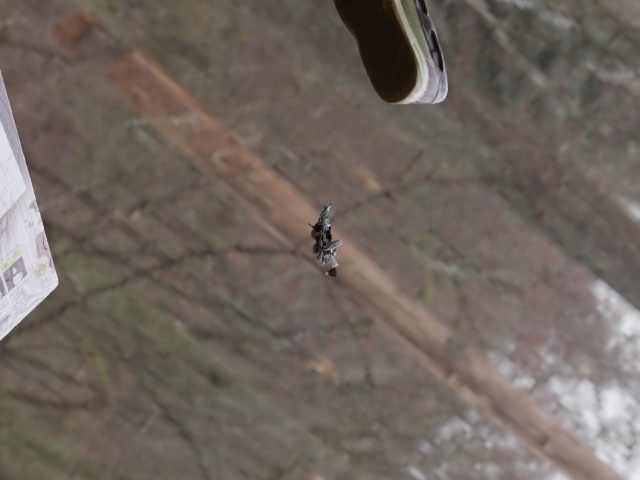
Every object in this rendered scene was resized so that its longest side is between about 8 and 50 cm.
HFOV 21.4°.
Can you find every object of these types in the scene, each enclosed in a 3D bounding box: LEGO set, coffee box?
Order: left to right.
[{"bbox_3d":[-0.393,-0.055,1.738,0.168,0.297,0.119,20,-132,27],"label":"coffee box"},{"bbox_3d":[0.000,0.003,1.272,0.083,0.023,0.054,108,-20,-71],"label":"LEGO set"}]

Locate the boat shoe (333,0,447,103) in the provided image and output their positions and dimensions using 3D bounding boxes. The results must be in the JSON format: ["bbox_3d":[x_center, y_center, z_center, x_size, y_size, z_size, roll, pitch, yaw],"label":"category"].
[{"bbox_3d":[0.072,-0.231,1.735,0.080,0.073,0.223,-35,-121,32],"label":"boat shoe"}]
